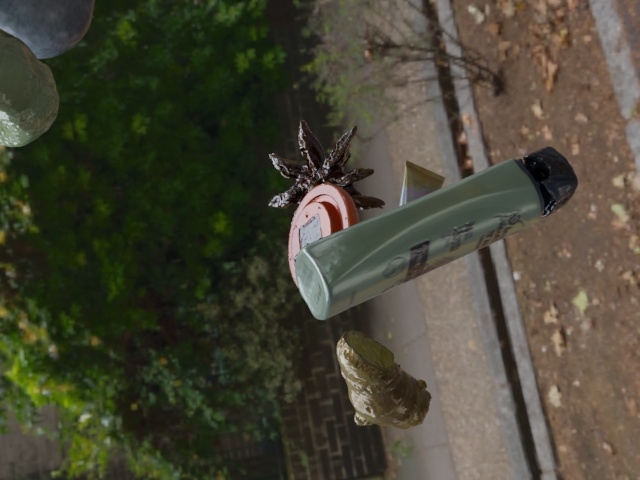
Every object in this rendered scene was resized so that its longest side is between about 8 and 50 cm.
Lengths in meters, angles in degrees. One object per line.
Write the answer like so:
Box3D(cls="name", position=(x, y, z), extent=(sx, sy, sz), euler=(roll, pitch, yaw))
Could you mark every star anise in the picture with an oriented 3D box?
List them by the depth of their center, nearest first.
Box3D(cls="star anise", position=(0.008, -0.115, 1.762), extent=(0.088, 0.288, 0.288), euler=(-27, -67, -66))

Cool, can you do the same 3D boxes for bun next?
Box3D(cls="bun", position=(-0.415, -0.202, 1.040), extent=(0.195, 0.195, 0.118), euler=(120, 170, -75))

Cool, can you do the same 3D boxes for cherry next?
Box3D(cls="cherry", position=(-0.483, -0.428, 1.381), extent=(0.218, 0.296, 0.255), euler=(7, 84, 46))

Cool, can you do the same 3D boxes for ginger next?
Box3D(cls="ginger", position=(0.135, 0.330, 1.964), extent=(0.354, 0.190, 0.126), euler=(59, -175, -36))

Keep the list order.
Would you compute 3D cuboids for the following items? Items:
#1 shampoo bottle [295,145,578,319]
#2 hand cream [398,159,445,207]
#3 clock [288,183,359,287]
Box3D(cls="shampoo bottle", position=(0.146, -0.020, 1.013), extent=(0.078, 0.359, 0.134), euler=(59, 161, 24))
Box3D(cls="hand cream", position=(0.154, -0.044, 1.396), extent=(0.047, 0.076, 0.174), euler=(-38, 32, 62))
Box3D(cls="clock", position=(0.000, 0.000, 1.512), extent=(0.205, 0.051, 0.205), euler=(-20, 66, 54))
